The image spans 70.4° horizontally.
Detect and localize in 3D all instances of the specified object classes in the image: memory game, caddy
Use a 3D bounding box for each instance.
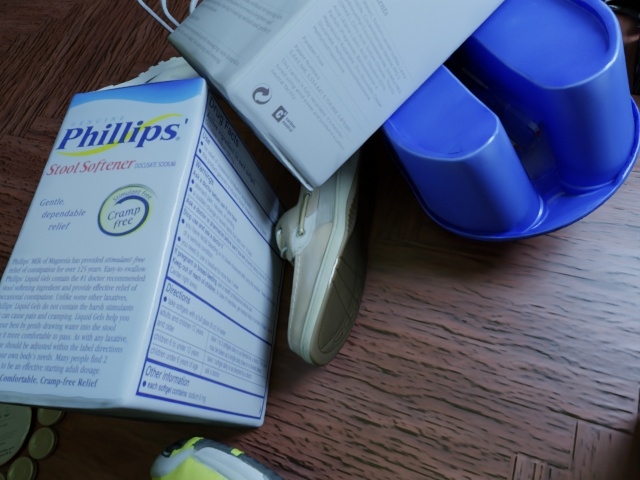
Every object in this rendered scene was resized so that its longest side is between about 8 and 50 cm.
[{"bbox_3d":[-0.416,0.242,0.592,0.186,0.012,0.186,-5,64,11],"label":"memory game"},{"bbox_3d":[0.189,-0.156,0.529,0.241,0.179,0.341,-33,46,15],"label":"caddy"}]

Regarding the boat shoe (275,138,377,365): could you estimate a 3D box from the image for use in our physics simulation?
[{"bbox_3d":[0.000,0.000,0.549,0.098,0.109,0.302,0,60,21],"label":"boat shoe"}]

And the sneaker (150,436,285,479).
[{"bbox_3d":[-0.022,0.313,0.366,0.385,0.145,0.147,29,57,26],"label":"sneaker"}]

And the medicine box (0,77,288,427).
[{"bbox_3d":[-0.152,0.035,0.478,0.149,0.263,0.289,-2,65,14],"label":"medicine box"}]

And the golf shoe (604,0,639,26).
[{"bbox_3d":[0.428,-0.369,0.634,0.086,0.069,0.176,-29,60,6],"label":"golf shoe"}]

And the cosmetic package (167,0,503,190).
[{"bbox_3d":[0.044,-0.272,0.481,0.385,0.156,0.217,-43,45,3],"label":"cosmetic package"}]

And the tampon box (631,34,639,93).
[{"bbox_3d":[0.455,-0.256,0.517,0.121,0.161,0.101,12,69,19],"label":"tampon box"}]

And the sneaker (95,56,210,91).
[{"bbox_3d":[-0.263,-0.218,0.741,0.235,0.090,0.094,-24,76,5],"label":"sneaker"}]

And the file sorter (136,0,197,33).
[{"bbox_3d":[-0.107,-0.362,0.686,0.278,0.173,0.192,31,91,25],"label":"file sorter"}]
